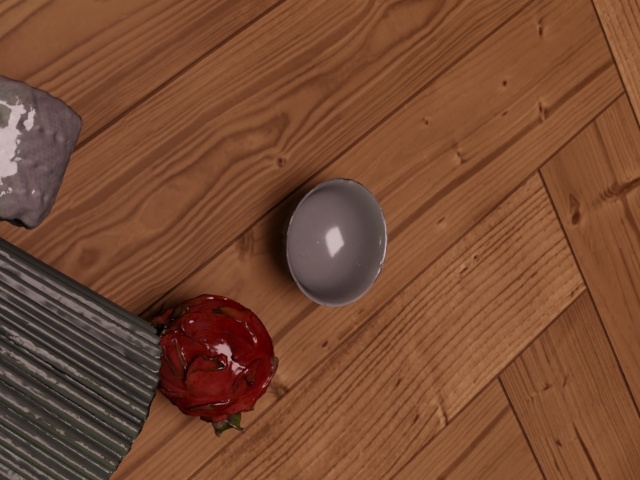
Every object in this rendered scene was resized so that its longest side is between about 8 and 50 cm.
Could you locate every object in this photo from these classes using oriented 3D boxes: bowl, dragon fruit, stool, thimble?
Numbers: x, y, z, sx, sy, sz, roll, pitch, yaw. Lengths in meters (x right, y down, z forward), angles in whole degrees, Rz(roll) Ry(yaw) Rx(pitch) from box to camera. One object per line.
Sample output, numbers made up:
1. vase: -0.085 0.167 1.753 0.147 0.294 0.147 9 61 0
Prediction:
1. bowl: 0.000 0.000 2.175 0.189 0.086 0.189 -4 97 -39
2. dragon fruit: -0.146 0.161 2.028 0.172 0.172 0.209 -49 133 -22
3. stool: -0.404 0.137 1.759 0.330 0.297 0.297 39 72 -30
4. thimble: -0.418 -0.116 1.755 0.246 0.217 0.157 21 82 -24
